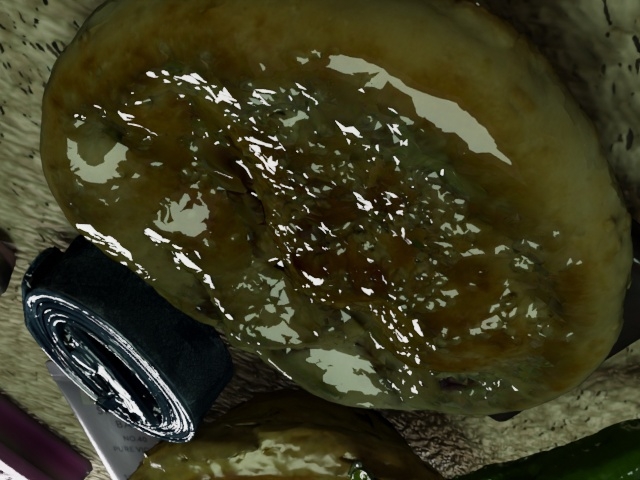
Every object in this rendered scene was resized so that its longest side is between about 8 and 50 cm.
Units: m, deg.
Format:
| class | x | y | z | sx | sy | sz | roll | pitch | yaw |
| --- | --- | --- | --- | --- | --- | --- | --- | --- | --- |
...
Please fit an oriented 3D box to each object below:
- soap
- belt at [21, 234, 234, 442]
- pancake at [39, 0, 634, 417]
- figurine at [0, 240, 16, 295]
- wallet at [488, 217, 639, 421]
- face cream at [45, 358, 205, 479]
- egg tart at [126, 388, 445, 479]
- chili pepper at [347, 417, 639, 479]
| class | x | y | z | sx | sy | sz | roll | pitch | yaw |
| --- | --- | --- | --- | --- | --- | --- | --- | --- | --- |
| soap | -0.366 | 0.237 | 1.102 | 0.122 | 0.065 | 0.203 | -9 | 137 | 28 |
| belt | -0.158 | 0.082 | 0.790 | 0.141 | 0.082 | 0.190 | -2 | 132 | 41 |
| pancake | 0.001 | 0.000 | 0.593 | 0.386 | 0.082 | 0.387 | 18 | 146 | 13 |
| figurine | -0.389 | 0.007 | 0.686 | 0.253 | 0.211 | 0.361 | -35 | 134 | -9 |
| wallet | 0.120 | 0.030 | 0.660 | 0.182 | 0.049 | 0.229 | 37 | 144 | -4 |
| face cream | -0.169 | 0.220 | 1.011 | 0.154 | 0.096 | 0.274 | 0 | 129 | 20 |
| egg tart | -0.019 | 0.244 | 0.927 | 0.341 | 0.129 | 0.341 | 3 | 133 | 3 |
| chili pepper | 0.200 | 0.165 | 0.742 | 0.359 | 0.076 | 0.085 | -17 | 147 | 8 |
